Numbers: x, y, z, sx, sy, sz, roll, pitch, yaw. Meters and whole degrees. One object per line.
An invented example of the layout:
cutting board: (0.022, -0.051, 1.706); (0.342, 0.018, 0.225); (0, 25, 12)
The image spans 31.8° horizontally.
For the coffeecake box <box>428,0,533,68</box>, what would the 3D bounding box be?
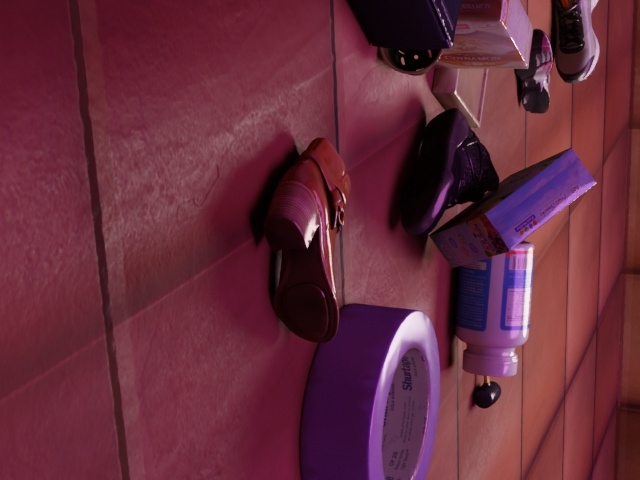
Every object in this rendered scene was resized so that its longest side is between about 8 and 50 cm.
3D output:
coffeecake box: (0.204, -0.299, 1.553); (0.185, 0.142, 0.068); (30, 67, -65)

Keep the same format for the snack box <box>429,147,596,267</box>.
snack box: (0.276, -0.044, 1.640); (0.174, 0.207, 0.070); (-36, 94, -17)

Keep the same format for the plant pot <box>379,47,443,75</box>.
plant pot: (0.121, -0.248, 1.467); (0.079, 0.083, 0.083); (33, 64, -80)

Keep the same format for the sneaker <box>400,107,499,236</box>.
sneaker: (0.190, -0.073, 1.598); (0.130, 0.087, 0.227); (44, 44, -22)

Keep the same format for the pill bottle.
pill bottle: (0.287, 0.109, 1.871); (0.124, 0.124, 0.221); (-9, 104, -67)

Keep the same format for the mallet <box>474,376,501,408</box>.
mallet: (0.297, 0.213, 2.042); (0.062, 0.039, 0.190); (-38, 124, -58)

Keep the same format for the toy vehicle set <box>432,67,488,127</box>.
toy vehicle set: (0.231, -0.326, 1.756); (0.166, 0.035, 0.267); (35, 63, -65)

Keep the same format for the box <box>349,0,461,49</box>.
box: (0.111, -0.358, 1.361); (0.153, 0.108, 0.207); (52, 48, -59)

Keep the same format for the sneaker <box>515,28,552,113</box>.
sneaker: (0.409, -0.335, 2.168); (0.077, 0.072, 0.178); (-80, 168, -45)

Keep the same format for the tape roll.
tape roll: (0.069, 0.219, 1.409); (0.275, 0.090, 0.275); (6, 90, -68)

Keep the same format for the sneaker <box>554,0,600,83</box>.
sneaker: (0.540, -0.472, 2.421); (0.108, 0.100, 0.271); (12, 80, -53)

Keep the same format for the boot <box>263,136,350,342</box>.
boot: (0.000, 0.000, 1.222); (0.152, 0.073, 0.197); (-66, 154, -47)
